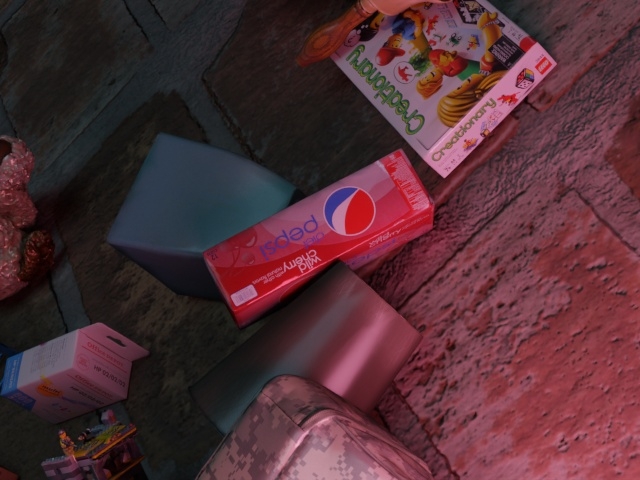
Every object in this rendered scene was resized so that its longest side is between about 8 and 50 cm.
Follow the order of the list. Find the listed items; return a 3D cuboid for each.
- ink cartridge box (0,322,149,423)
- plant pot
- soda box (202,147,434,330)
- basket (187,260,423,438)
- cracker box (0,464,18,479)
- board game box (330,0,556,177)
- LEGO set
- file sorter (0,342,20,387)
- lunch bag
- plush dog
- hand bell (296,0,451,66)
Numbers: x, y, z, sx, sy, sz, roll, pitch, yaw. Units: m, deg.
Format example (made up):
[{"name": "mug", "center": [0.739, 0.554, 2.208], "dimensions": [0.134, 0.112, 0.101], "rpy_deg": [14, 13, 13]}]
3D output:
[{"name": "ink cartridge box", "center": [-0.330, 0.181, 1.862], "dimensions": [0.181, 0.104, 0.062], "rpy_deg": [-23, 48, 32]}, {"name": "plant pot", "center": [-0.111, -0.017, 1.760], "dimensions": [0.234, 0.165, 0.166], "rpy_deg": [11, 69, 38]}, {"name": "soda box", "center": [0.000, 0.000, 1.593], "dimensions": [0.263, 0.092, 0.083], "rpy_deg": [-27, 72, -6]}, {"name": "basket", "center": [-0.006, 0.148, 1.539], "dimensions": [0.227, 0.154, 0.204], "rpy_deg": [-47, 49, 1]}, {"name": "cracker box", "center": [-0.544, 0.361, 1.967], "dimensions": [0.232, 0.067, 0.156], "rpy_deg": [14, 72, 48]}, {"name": "board game box", "center": [0.145, -0.230, 1.746], "dimensions": [0.193, 0.053, 0.305], "rpy_deg": [-46, 39, 8]}, {"name": "LEGO set", "center": [-0.240, 0.302, 1.516], "dimensions": [0.331, 0.192, 0.255], "rpy_deg": [-31, 10, -40]}, {"name": "file sorter", "center": [-0.558, 0.173, 2.085], "dimensions": [0.170, 0.118, 0.104], "rpy_deg": [20, 79, 50]}, {"name": "lunch bag", "center": [0.000, 0.326, 1.342], "dimensions": [0.305, 0.212, 0.256], "rpy_deg": [-54, 38, -1]}, {"name": "plush dog", "center": [-0.522, -0.011, 2.164], "dimensions": [0.262, 0.210, 0.225], "rpy_deg": [-18, 67, 16]}, {"name": "hand bell", "center": [0.052, -0.296, 1.788], "dimensions": [0.242, 0.126, 0.126], "rpy_deg": [-35, 40, 39]}]
